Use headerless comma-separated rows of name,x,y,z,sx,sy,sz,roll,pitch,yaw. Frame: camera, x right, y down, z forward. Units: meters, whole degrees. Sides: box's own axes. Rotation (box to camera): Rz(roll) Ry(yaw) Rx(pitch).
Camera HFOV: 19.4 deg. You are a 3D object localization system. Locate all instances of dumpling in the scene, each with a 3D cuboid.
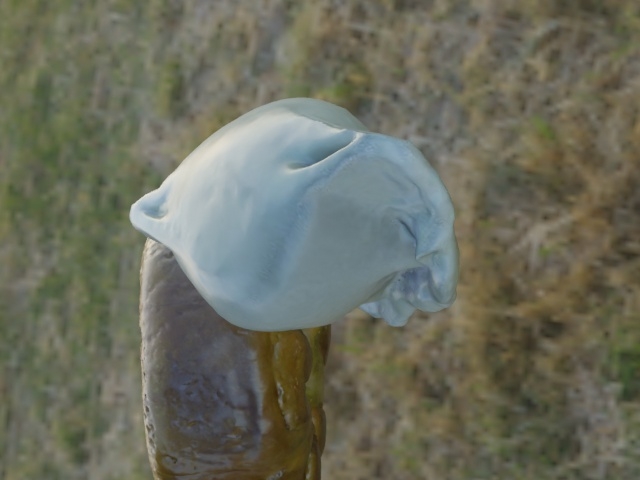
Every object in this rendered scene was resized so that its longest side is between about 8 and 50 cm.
dumpling,0.000,0.000,0.997,0.229,0.151,0.124,-10,46,56

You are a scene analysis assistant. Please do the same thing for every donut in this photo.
donut,-0.053,0.080,1.250,0.226,0.114,0.226,-2,-90,-86
